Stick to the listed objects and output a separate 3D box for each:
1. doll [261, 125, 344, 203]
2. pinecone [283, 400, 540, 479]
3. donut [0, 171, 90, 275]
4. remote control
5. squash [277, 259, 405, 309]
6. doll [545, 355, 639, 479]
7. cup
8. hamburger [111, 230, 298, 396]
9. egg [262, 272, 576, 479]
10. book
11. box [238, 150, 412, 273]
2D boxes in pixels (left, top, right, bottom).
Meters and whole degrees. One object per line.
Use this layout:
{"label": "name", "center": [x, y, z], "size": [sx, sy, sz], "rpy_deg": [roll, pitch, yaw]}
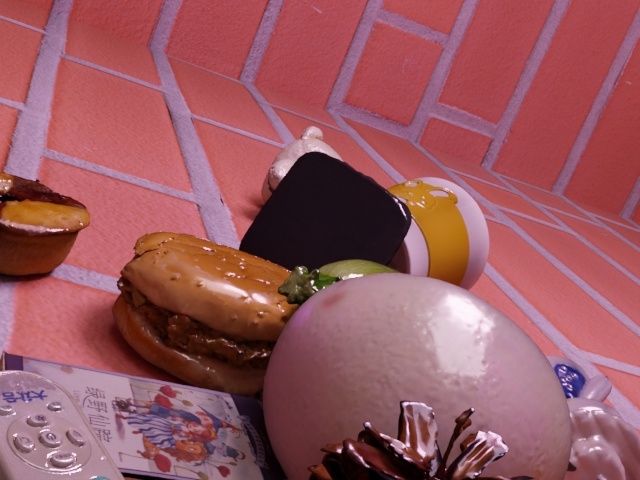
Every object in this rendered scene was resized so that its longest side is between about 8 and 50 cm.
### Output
{"label": "doll", "center": [-0.022, -0.057, 1.504], "size": [0.149, 0.175, 0.278], "rpy_deg": [-15, 25, 6]}
{"label": "pinecone", "center": [0.048, 0.198, 0.513], "size": [0.222, 0.221, 0.221], "rpy_deg": [21, 15, -6]}
{"label": "donut", "center": [-0.336, -0.022, 0.972], "size": [0.184, 0.073, 0.166], "rpy_deg": [13, 18, -29]}
{"label": "remote control", "center": [-0.163, 0.164, 0.597], "size": [0.078, 0.042, 0.221], "rpy_deg": [5, 31, -46]}
{"label": "squash", "center": [0.087, 0.093, 0.977], "size": [0.107, 0.107, 0.395], "rpy_deg": [35, 4, 38]}
{"label": "doll", "center": [0.252, 0.193, 0.992], "size": [0.138, 0.119, 0.293], "rpy_deg": [-20, 14, 7]}
{"label": "cup", "center": [0.086, 0.005, 1.305], "size": [0.241, 0.185, 0.226], "rpy_deg": [20, 18, 27]}
{"label": "hamburger", "center": [-0.105, 0.069, 0.942], "size": [0.214, 0.108, 0.214], "rpy_deg": [21, 10, -4]}
{"label": "egg", "center": [0.056, 0.149, 0.727], "size": [0.271, 0.206, 0.162], "rpy_deg": [25, 39, 17]}
{"label": "book", "center": [-0.139, 0.150, 0.752], "size": [0.231, 0.026, 0.157], "rpy_deg": [16, 17, -23]}
{"label": "box", "center": [0.000, 0.000, 1.171], "size": [0.213, 0.201, 0.042], "rpy_deg": [31, -6, 37]}
